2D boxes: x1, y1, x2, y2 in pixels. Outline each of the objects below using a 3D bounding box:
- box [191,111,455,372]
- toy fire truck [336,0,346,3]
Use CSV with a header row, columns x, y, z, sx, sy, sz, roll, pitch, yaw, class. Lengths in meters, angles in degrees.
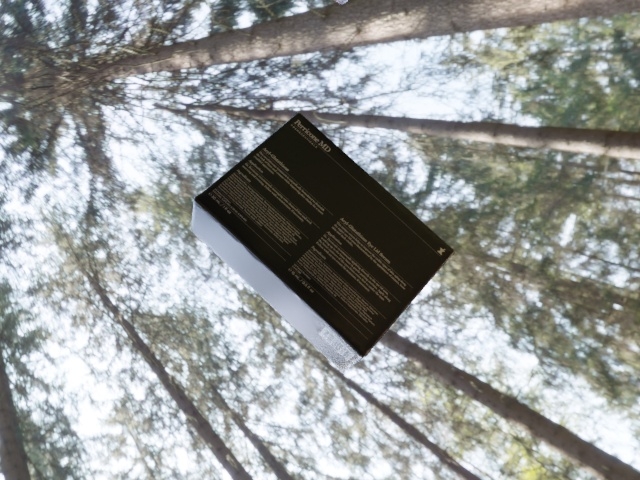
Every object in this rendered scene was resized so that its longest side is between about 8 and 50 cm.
x,y,z,sx,sy,sz,roll,pitch,yaw,class
0.000,0.000,0.782,0.261,0.103,0.184,43,-114,6,box
-0.057,-0.282,0.445,0.169,0.302,0.254,-43,-14,12,toy fire truck
